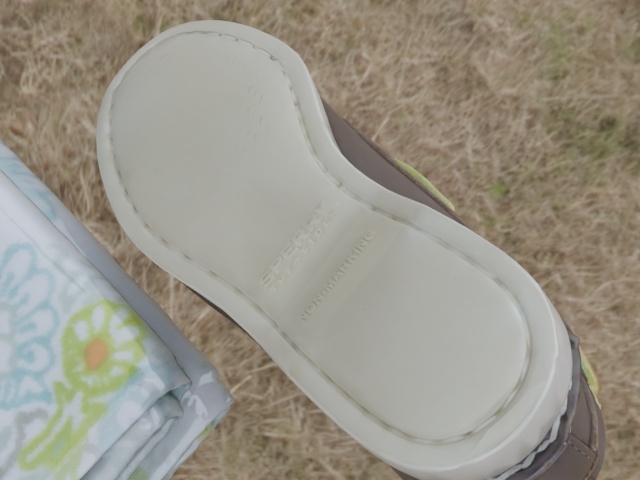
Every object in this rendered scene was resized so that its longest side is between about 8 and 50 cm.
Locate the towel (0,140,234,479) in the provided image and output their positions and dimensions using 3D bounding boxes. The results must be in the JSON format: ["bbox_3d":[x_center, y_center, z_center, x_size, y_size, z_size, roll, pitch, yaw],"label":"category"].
[{"bbox_3d":[-0.267,0.073,0.582,0.374,0.090,0.320,43,98,17],"label":"towel"}]

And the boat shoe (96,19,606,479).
[{"bbox_3d":[0.000,0.000,0.487,0.116,0.324,0.096,-48,137,0],"label":"boat shoe"}]
